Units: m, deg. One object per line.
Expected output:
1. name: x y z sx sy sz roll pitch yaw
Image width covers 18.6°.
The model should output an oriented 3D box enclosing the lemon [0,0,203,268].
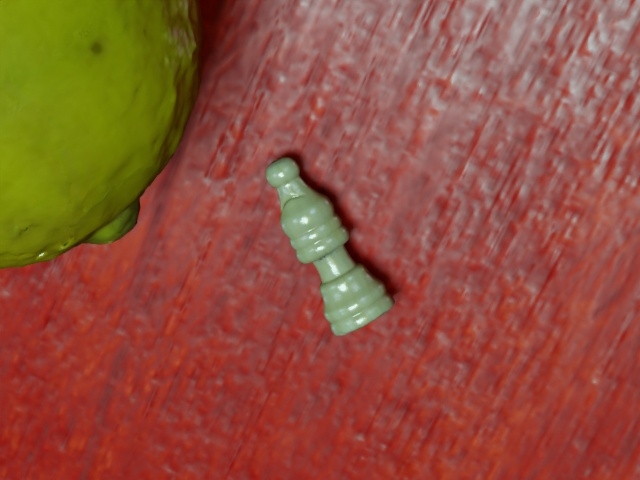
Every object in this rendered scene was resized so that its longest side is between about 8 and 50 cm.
1. lemon: -0.175 -0.114 0.862 0.236 0.236 0.263 -11 101 14

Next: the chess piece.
1. chess piece: 0.000 0.000 0.976 0.035 0.035 0.092 -27 99 18
